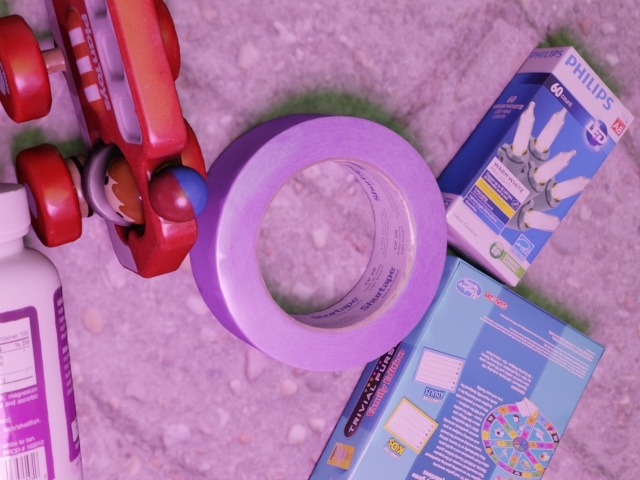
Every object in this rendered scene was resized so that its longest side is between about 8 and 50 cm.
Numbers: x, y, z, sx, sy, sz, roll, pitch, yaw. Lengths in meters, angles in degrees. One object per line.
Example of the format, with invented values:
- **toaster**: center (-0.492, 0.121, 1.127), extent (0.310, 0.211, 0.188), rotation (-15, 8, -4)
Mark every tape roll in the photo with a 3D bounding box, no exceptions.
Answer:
- **tape roll**: center (0.000, 0.000, 1.214), extent (0.275, 0.090, 0.274), rotation (-4, 100, -26)

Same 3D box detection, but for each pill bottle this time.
- **pill bottle**: center (-0.320, 0.103, 1.033), extent (0.169, 0.169, 0.301), rotation (-8, 100, -24)

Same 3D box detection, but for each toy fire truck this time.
- **toy fire truck**: center (-0.184, -0.107, 1.018), extent (0.169, 0.254, 0.302), rotation (-17, 104, -22)

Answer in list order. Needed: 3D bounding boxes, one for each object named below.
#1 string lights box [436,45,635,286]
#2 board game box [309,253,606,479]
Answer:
- **string lights box**: center (0.243, -0.090, 1.322), extent (0.133, 0.077, 0.259), rotation (41, 79, -23)
- **board game box**: center (0.161, 0.217, 1.327), extent (0.254, 0.079, 0.336), rotation (30, 84, -26)
